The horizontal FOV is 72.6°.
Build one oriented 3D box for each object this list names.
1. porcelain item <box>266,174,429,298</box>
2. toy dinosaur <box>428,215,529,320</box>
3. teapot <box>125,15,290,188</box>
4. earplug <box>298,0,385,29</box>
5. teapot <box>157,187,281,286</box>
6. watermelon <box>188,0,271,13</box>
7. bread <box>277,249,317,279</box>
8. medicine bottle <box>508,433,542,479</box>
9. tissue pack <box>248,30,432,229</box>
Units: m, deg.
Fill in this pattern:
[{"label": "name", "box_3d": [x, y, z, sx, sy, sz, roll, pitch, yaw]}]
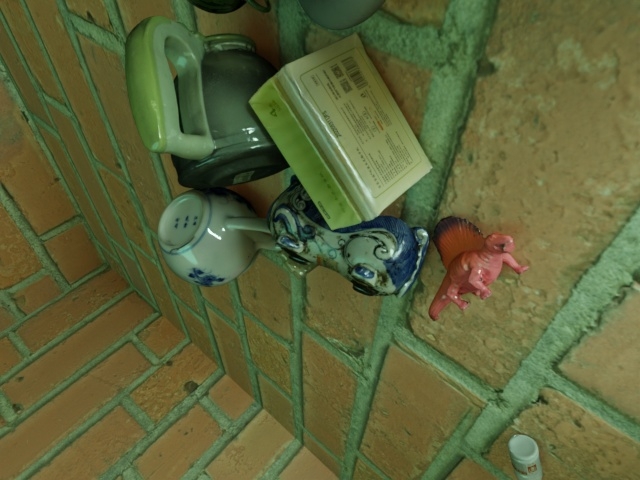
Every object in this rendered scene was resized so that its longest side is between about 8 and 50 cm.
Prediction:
[{"label": "porcelain item", "box_3d": [0.049, -0.021, 0.775, 0.288, 0.186, 0.138, 24, 167, 16]}, {"label": "toy dinosaur", "box_3d": [0.217, 0.043, 0.729, 0.139, 0.070, 0.286, 54, 153, 12]}, {"label": "teapot", "box_3d": [-0.185, -0.215, 0.727, 0.240, 0.322, 0.239, -18, 89, 50]}, {"label": "earplug", "box_3d": [-0.023, -0.387, 0.455, 0.325, 0.175, 0.214, 53, 150, -6]}, {"label": "teapot", "box_3d": [-0.256, 0.000, 1.110, 0.424, 0.252, 0.280, -6, 156, 28]}, {"label": "watermelon", "box_3d": [-0.145, -0.395, 0.633, 0.187, 0.141, 0.141, 48, 148, -5]}, {"label": "bread", "box_3d": [0.002, -0.002, 0.855, 0.077, 0.152, 0.105, 49, 153, 0]}, {"label": "medicine bottle", "box_3d": [0.421, 0.449, 0.894, 0.057, 0.057, 0.089, 9, 131, 46]}, {"label": "tissue pack", "box_3d": [0.033, -0.157, 0.641, 0.234, 0.159, 0.125, 56, 147, -11]}]
